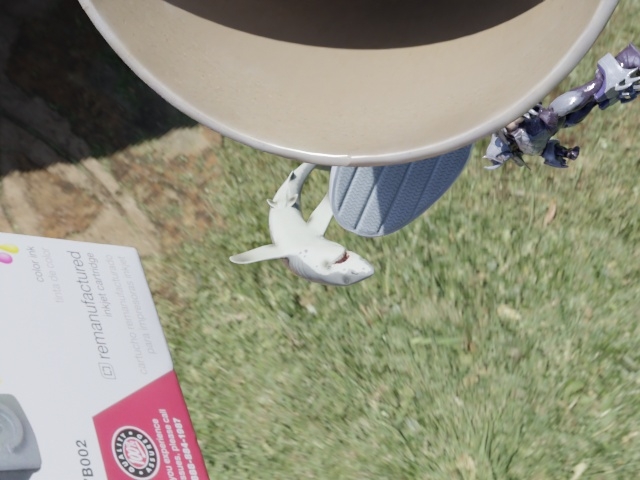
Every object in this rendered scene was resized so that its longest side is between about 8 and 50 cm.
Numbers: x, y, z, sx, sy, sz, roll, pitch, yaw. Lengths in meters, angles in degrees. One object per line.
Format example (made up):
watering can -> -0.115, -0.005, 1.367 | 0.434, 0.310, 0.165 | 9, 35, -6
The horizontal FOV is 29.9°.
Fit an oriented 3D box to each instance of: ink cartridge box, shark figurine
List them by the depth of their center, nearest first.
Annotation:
ink cartridge box -> -0.237, 0.107, 0.687 | 0.131, 0.306, 0.226 | -51, 47, 34
shark figurine -> -0.018, -0.011, 1.480 | 0.166, 0.116, 0.278 | -14, 39, 8

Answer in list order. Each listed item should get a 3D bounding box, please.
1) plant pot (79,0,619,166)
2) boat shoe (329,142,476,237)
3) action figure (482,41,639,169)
plant pot -> 0.038, -0.210, 0.585 | 0.256, 0.274, 0.256 | 8, 121, 14
boat shoe -> 0.080, -0.105, 0.803 | 0.083, 0.076, 0.226 | 30, 112, -6
action figure -> 0.367, -0.191, 1.818 | 0.285, 0.185, 0.099 | -33, 66, 11
